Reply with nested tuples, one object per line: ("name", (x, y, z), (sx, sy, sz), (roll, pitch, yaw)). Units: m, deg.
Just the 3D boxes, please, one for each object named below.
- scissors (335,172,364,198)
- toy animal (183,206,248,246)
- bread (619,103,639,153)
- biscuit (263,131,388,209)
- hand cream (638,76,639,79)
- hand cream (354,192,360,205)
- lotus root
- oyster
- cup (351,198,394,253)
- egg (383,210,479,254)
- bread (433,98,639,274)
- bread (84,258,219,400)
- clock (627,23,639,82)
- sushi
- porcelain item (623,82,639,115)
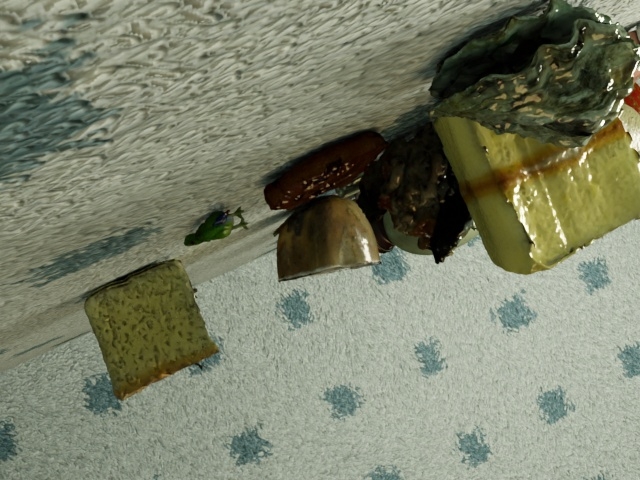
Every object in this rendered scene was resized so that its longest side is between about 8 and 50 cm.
("scissors", (0.161, -0.155, 1.231), (0.289, 0.041, 0.138), (-25, -174, 1))
("toy animal", (-0.158, -0.021, 0.988), (0.075, 0.041, 0.217), (-22, -178, -24))
("bread", (0.400, -0.164, 0.991), (0.141, 0.133, 0.148), (7, -178, -33))
("biscuit", (0.008, -0.093, 0.883), (0.192, 0.049, 0.192), (-26, -178, 1))
("hand cream", (0.838, -0.454, 1.602), (0.080, 0.050, 0.234), (-18, 169, -40))
("hand cream", (0.131, -0.133, 1.447), (0.084, 0.050, 0.257), (-26, 173, -20))
("lotus root", (0.000, 0.000, 1.474), (0.272, 0.191, 0.272), (-15, -178, 1))
("oyster", (0.235, -0.154, 0.661), (0.268, 0.112, 0.198), (-4, 169, -28))
("cup", (0.093, -0.036, 1.909), (0.280, 0.196, 0.196), (-15, -176, 33))
("egg", (0.335, -0.102, 1.733), (0.352, 0.258, 0.258), (-32, 178, 6))
("bread", (0.303, -0.112, 0.830), (0.236, 0.263, 0.198), (-24, -177, 7))
("bread", (-0.322, 0.174, 1.365), (0.279, 0.248, 0.315), (-23, -177, 13))
("clock", (0.468, -0.276, 1.034), (0.166, 0.092, 0.162), (-24, 175, -2))
("sushi", (0.184, -0.096, 1.078), (0.225, 0.219, 0.238), (-51, 161, -40))
("porcelain item", (0.494, -0.240, 1.223), (0.253, 0.252, 0.253), (-24, 178, -1))
